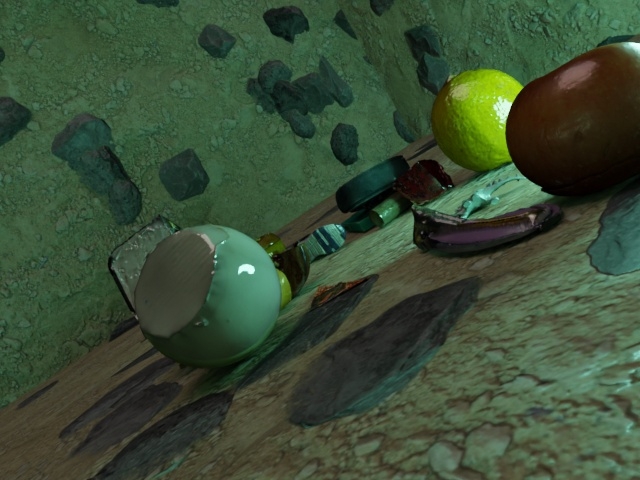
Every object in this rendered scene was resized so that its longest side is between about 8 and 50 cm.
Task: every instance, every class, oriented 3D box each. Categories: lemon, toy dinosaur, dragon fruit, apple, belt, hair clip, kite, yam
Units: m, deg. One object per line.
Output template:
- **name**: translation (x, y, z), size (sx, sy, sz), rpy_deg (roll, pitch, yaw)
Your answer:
- **lemon**: translation (0.441, -0.326, 1.491), size (0.293, 0.293, 0.293), rpy_deg (-30, 8, 4)
- **toy dinosaur**: translation (0.354, -0.094, 1.190), size (0.208, 0.039, 0.082), rpy_deg (-29, 6, 12)
- **dragon fruit**: translation (0.313, -0.167, 1.624), size (0.127, 0.121, 0.161), rpy_deg (-42, -10, 33)
- **apple**: translation (0.448, -0.200, 0.899), size (0.251, 0.206, 0.272), rpy_deg (-30, 6, -22)
- **belt**: translation (0.172, -0.171, 1.762), size (0.267, 0.116, 0.206), rpy_deg (-29, -6, 17)
- **hair clip**: translation (0.272, -0.022, 0.994), size (0.110, 0.096, 0.358), rpy_deg (4, 1, -26)
- **kite**: translation (0.013, 0.123, 1.216), size (0.125, 0.008, 0.222), rpy_deg (-36, 9, -32)
- **yam**: translation (0.221, -0.102, 1.651), size (0.169, 0.068, 0.068), rpy_deg (-36, 9, -28)

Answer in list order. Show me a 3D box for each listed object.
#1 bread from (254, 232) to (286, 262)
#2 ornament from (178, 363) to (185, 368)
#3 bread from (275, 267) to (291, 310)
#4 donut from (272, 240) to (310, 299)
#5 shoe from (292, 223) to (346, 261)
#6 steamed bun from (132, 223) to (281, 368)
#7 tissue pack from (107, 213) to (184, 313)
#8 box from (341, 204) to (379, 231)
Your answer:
- **bread**: translation (-0.230, 0.081, 1.934), size (0.268, 0.146, 0.268), rpy_deg (-34, 6, 4)
- **ornament**: translation (-0.251, 0.223, 1.393), size (0.244, 0.061, 0.230), rpy_deg (-28, 5, -12)
- **bread**: translation (-0.142, 0.121, 1.356), size (0.149, 0.122, 0.073), rpy_deg (9, 25, 33)
- **donut**: translation (-0.111, 0.091, 1.436), size (0.217, 0.141, 0.085), rpy_deg (-18, 2, 23)
- **shoe**: translation (0.000, 0.000, 1.738), size (0.207, 0.092, 0.106), rpy_deg (-29, 12, 37)
- **steamed bun**: translation (-0.207, 0.127, 1.152), size (0.309, 0.309, 0.309), rpy_deg (-30, 8, 4)
- **tissue pack**: translation (-0.358, 0.114, 1.454), size (0.198, 0.210, 0.370), rpy_deg (-40, -23, 1)
- **box**: translation (0.169, -0.084, 1.822), size (0.160, 0.042, 0.226), rpy_deg (-33, 8, -11)
